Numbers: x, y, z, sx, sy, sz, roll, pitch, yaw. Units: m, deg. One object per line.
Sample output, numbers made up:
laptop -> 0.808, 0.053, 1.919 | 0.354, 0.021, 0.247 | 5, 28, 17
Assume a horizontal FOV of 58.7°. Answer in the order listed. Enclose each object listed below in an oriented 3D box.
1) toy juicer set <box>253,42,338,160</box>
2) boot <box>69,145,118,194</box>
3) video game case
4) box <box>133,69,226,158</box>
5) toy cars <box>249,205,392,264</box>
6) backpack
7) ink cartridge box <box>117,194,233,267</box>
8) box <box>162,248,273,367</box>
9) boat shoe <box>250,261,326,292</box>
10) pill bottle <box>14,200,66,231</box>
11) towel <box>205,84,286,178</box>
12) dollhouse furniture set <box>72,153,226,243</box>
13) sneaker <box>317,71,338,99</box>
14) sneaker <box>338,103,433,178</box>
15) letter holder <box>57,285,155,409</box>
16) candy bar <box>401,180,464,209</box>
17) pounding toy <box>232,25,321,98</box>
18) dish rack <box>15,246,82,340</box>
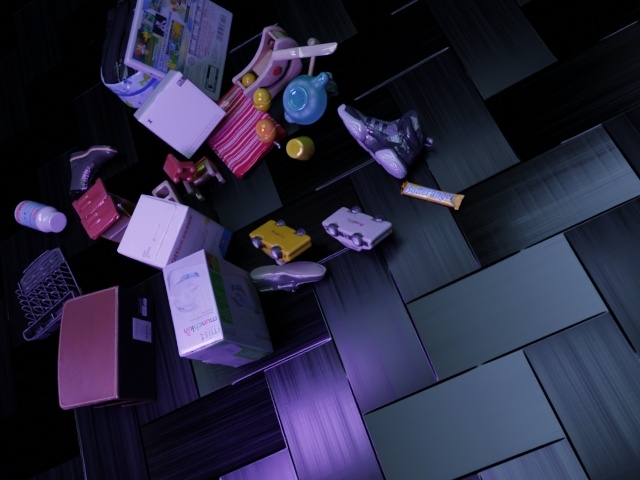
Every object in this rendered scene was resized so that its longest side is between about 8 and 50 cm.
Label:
toy juicer set -> -0.078, -0.402, 1.580 | 0.209, 0.089, 0.328 | 23, 108, 19
boot -> -0.741, -0.227, 1.863 | 0.198, 0.077, 0.137 | -11, 73, 33
video game case -> -0.424, -0.622, 1.743 | 0.036, 0.300, 0.328 | -13, 66, 49
box -> -0.409, -0.368, 1.657 | 0.181, 0.182, 0.119 | -51, 31, 0
toy cars -> 0.000, 0.000, 1.468 | 0.394, 0.087, 0.176 | -9, 33, 17
backpack -> -0.560, -0.595, 1.823 | 0.290, 0.273, 0.355 | -12, 47, 16
ink cartridge box -> -0.386, 0.005, 1.544 | 0.168, 0.233, 0.171 | 14, 78, 25
box -> -0.252, 0.179, 1.417 | 0.127, 0.262, 0.231 | -25, 65, 13
boat shoe -> -0.080, 0.101, 1.499 | 0.206, 0.075, 0.064 | -4, 114, 15
pill bottle -> -0.914, -0.076, 1.867 | 0.160, 0.087, 0.087 | 14, 79, 25
towel -> -0.247, -0.333, 1.714 | 0.199, 0.031, 0.275 | -44, 62, 3
dollhouse furniture set -> -0.493, -0.142, 1.654 | 0.374, 0.201, 0.152 | -39, 63, 7
sneaker -> -0.020, -0.406, 1.630 | 0.166, 0.065, 0.076 | -38, 71, 11
sneaker -> 0.174, -0.296, 1.495 | 0.153, 0.101, 0.268 | -42, 69, 4
letter holder -> -0.593, 0.305, 1.579 | 0.215, 0.152, 0.301 | -15, 68, 19
candy bar -> 0.279, -0.115, 1.435 | 0.162, 0.018, 0.040 | 18, 80, 25
pounding toy -> -0.114, -0.505, 1.646 | 0.269, 0.154, 0.155 | -42, 63, 5
dish rack -> -0.855, 0.156, 1.775 | 0.208, 0.074, 0.271 | -39, 63, 5
